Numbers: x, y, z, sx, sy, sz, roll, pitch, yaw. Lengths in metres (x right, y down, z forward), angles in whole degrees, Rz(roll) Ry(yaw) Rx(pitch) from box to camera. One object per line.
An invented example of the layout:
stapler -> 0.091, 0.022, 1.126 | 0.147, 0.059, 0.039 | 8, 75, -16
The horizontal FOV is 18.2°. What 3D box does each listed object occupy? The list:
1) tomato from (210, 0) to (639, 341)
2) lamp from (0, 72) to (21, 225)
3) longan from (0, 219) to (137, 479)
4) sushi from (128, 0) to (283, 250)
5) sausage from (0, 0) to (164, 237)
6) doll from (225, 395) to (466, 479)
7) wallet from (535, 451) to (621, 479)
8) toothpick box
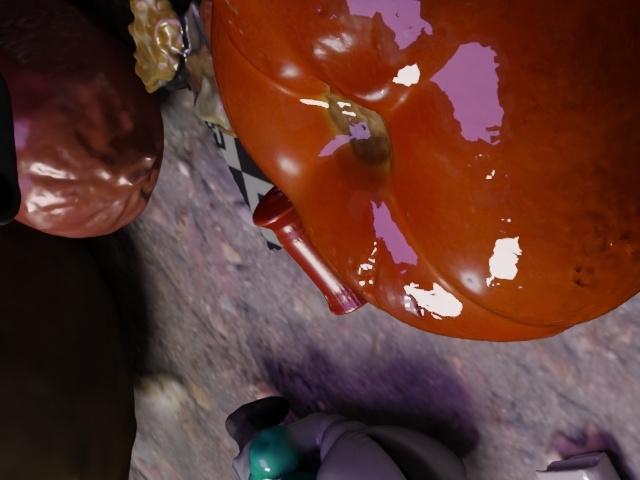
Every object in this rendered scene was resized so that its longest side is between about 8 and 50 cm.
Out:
tomato -> 0.067, -0.080, 0.902 | 0.260, 0.180, 0.260 | 40, 148, 32
lamp -> -0.328, -0.196, 1.176 | 0.205, 0.272, 0.374 | -8, 79, 46
longan -> -0.325, 0.123, 1.481 | 0.391, 0.391, 0.391 | 37, 144, 33
sushi -> -0.031, -0.104, 1.157 | 0.290, 0.050, 0.264 | -12, 107, 58
sausage -> -0.197, -0.097, 1.323 | 0.254, 0.148, 0.148 | 38, 144, 33
doll -> 0.019, 0.183, 1.280 | 0.195, 0.153, 0.258 | 77, 167, -62
wallet -> 0.170, 0.179, 1.141 | 0.061, 0.025, 0.122 | -21, 100, 58
toothpick box -> 0.000, 0.000, 1.187 | 0.083, 0.047, 0.047 | 49, 154, -21
